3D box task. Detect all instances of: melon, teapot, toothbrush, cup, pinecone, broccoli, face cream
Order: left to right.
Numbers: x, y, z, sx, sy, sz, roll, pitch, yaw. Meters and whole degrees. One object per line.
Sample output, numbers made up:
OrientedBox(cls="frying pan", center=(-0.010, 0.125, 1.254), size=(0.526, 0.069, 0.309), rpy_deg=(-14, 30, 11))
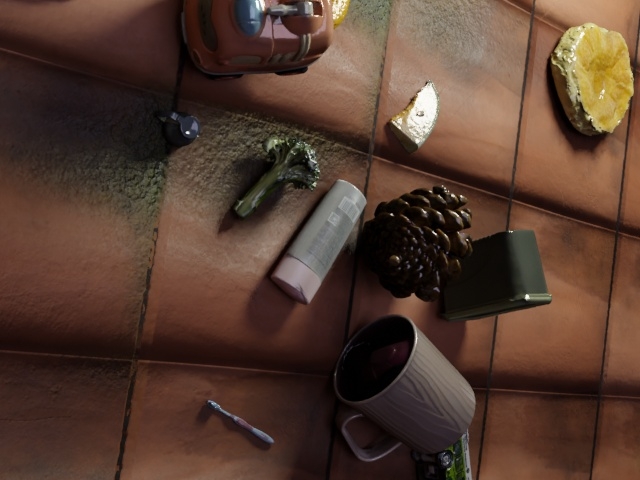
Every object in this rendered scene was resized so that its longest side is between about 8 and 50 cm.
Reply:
OrientedBox(cls="teapot", center=(-0.264, -0.216, 1.573), size=(0.088, 0.057, 0.066), rpy_deg=(36, 69, -33))
OrientedBox(cls="toothbrush", center=(-0.158, 0.369, 1.694), size=(0.193, 0.019, 0.013), rpy_deg=(41, 66, -33))
OrientedBox(cls="broccoli", center=(-0.096, -0.119, 1.692), size=(0.204, 0.118, 0.122), rpy_deg=(-41, 146, -13))
OrientedBox(cls="face cream", center=(0.000, 0.000, 1.773), size=(0.107, 0.073, 0.269), rpy_deg=(42, 67, -26))
OrientedBox(cls="cup", center=(0.173, 0.346, 1.832), size=(0.273, 0.208, 0.288), rpy_deg=(43, 65, -32))
OrientedBox(cls="pinecone", center=(0.222, -0.002, 1.857), size=(0.309, 0.244, 0.244), rpy_deg=(-38, 114, -43))
OrientedBox(cls="melon", center=(0.240, -0.297, 1.980), size=(0.098, 0.054, 0.182), rpy_deg=(48, 62, -11))

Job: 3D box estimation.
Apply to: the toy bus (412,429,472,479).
OrientedBox(cls="toy bus", center=(0.305, 0.560, 2.005), size=(0.139, 0.113, 0.301), rpy_deg=(-11, 97, -41))

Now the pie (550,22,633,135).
OrientedBox(cls="pie", center=(0.774, -0.457, 2.361), size=(0.339, 0.083, 0.339), rpy_deg=(2, 87, -38))

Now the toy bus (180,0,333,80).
OrientedBox(cls="toy bus", center=(-0.106, -0.408, 1.565), size=(0.288, 0.232, 0.194), rpy_deg=(-7, 98, -19))

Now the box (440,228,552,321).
OrientedBox(cls="box", center=(0.404, 0.086, 1.986), size=(0.138, 0.274, 0.178), rpy_deg=(2, 76, -39))

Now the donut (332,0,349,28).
OrientedBox(cls="donut", center=(-0.006, -0.537, 1.751), size=(0.152, 0.101, 0.259), rpy_deg=(-15, 96, -42))
